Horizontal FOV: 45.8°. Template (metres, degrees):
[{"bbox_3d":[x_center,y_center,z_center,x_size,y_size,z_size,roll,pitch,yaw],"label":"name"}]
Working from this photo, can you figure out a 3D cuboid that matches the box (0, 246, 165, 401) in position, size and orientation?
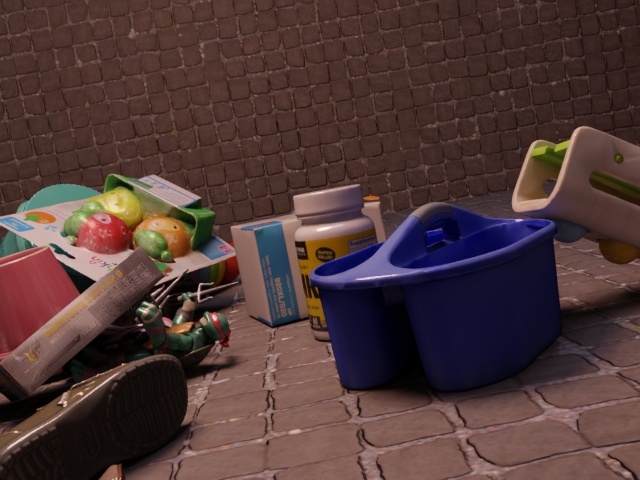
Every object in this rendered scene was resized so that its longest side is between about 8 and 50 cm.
[{"bbox_3d":[-0.335,0.117,1.027,0.231,0.056,0.183,-45,9,-29],"label":"box"}]

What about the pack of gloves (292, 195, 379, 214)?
[{"bbox_3d":[0.000,0.000,1.520,0.195,0.232,0.046,-6,45,-19],"label":"pack of gloves"}]

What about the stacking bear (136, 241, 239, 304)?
[{"bbox_3d":[-0.295,0.057,1.773,0.164,0.175,0.289,6,5,29],"label":"stacking bear"}]

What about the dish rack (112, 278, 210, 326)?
[{"bbox_3d":[-0.349,0.135,1.485,0.272,0.074,0.208,-9,7,-6],"label":"dish rack"}]

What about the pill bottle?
[{"bbox_3d":[0.027,0.029,1.091,0.119,0.208,0.119,-11,5,1],"label":"pill bottle"}]

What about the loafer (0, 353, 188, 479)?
[{"bbox_3d":[-0.224,0.171,0.714,0.087,0.094,0.251,-2,9,32],"label":"loafer"}]

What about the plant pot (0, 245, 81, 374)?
[{"bbox_3d":[-0.464,0.113,1.202,0.201,0.180,0.201,-17,10,3],"label":"plant pot"}]

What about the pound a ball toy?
[{"bbox_3d":[0.416,-0.025,1.025,0.319,0.135,0.208,20,-5,-10],"label":"pound a ball toy"}]

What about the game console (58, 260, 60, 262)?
[{"bbox_3d":[-0.616,0.142,1.340,0.293,0.250,0.173,-14,30,-31],"label":"game console"}]

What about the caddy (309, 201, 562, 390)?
[{"bbox_3d":[0.140,0.045,0.881,0.241,0.179,0.341,-6,7,35],"label":"caddy"}]

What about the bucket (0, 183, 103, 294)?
[{"bbox_3d":[-0.542,0.027,1.618,0.281,0.281,0.183,-17,-24,-48],"label":"bucket"}]

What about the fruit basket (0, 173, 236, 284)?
[{"bbox_3d":[-0.373,-0.020,1.440,0.327,0.165,0.353,26,17,21],"label":"fruit basket"}]

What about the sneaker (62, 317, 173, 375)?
[{"bbox_3d":[-0.298,0.161,1.129,0.178,0.072,0.077,-18,18,-16],"label":"sneaker"}]

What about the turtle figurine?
[{"bbox_3d":[-0.212,0.129,1.026,0.234,0.118,0.175,-26,-10,-1],"label":"turtle figurine"}]

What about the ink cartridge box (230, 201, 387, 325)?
[{"bbox_3d":[-0.014,0.034,1.331,0.233,0.168,0.171,-13,6,-18],"label":"ink cartridge box"}]

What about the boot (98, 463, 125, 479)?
[{"bbox_3d":[-0.186,0.206,0.563,0.087,0.042,0.118,-14,6,-16],"label":"boot"}]
